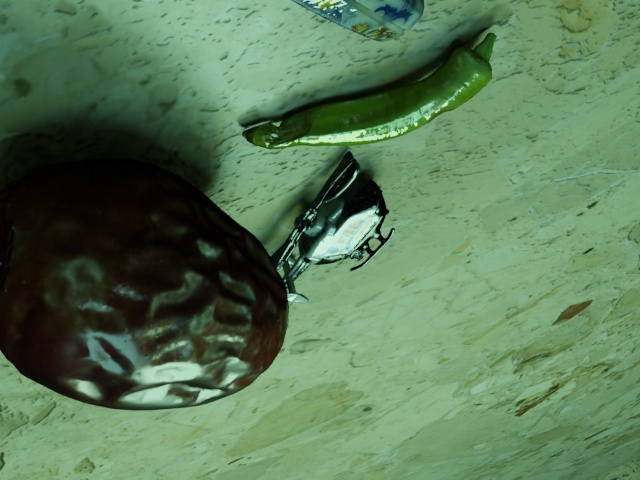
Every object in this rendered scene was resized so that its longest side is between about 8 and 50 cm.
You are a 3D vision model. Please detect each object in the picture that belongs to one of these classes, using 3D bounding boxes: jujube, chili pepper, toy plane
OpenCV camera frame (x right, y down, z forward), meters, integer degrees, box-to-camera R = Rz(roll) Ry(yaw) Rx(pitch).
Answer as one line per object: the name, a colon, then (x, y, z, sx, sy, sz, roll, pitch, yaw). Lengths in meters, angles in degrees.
jujube: (-0.133, 0.033, 0.698, 0.183, 0.183, 0.243, -40, 144, 28)
chili pepper: (0.045, -0.099, 0.738, 0.208, 0.043, 0.049, -22, 163, 2)
toy plane: (0.000, 0.001, 0.865, 0.078, 0.053, 0.197, 15, 134, -35)

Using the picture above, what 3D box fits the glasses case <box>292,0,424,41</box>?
glasses case: (-0.025, -0.184, 0.510, 0.065, 0.087, 0.248, -24, 153, 30)
